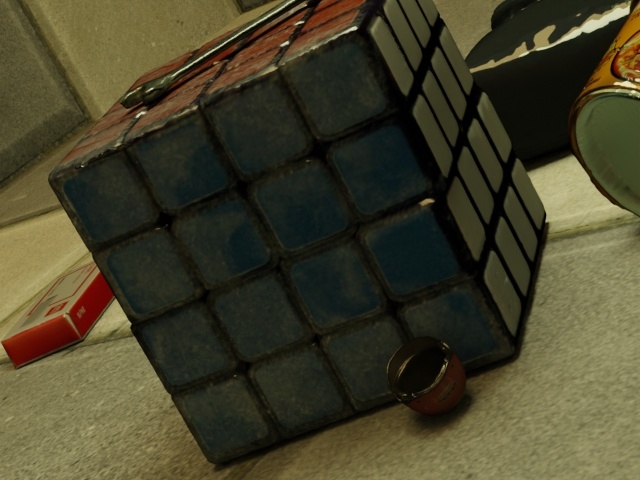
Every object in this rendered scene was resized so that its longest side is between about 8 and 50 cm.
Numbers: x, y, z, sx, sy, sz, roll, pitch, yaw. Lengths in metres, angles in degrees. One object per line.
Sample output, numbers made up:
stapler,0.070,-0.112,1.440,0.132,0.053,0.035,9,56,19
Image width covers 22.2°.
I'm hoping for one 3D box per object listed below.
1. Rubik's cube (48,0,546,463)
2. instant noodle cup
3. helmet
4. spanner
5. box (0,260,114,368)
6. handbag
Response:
Rubik's cube,-0.008,-0.040,1.600,0.344,0.337,0.344,-22,17,20
instant noodle cup,0.344,-0.127,1.532,0.172,0.216,0.216,-48,23,-28
helmet,0.098,0.123,1.421,0.065,0.049,0.084,-47,26,2
spanner,-0.082,-0.193,1.561,0.254,0.015,0.054,-34,18,-18
box,-0.360,0.094,2.336,0.123,0.050,0.229,-22,17,21
handbag,0.327,-0.241,1.949,0.302,0.178,0.275,-22,17,25
